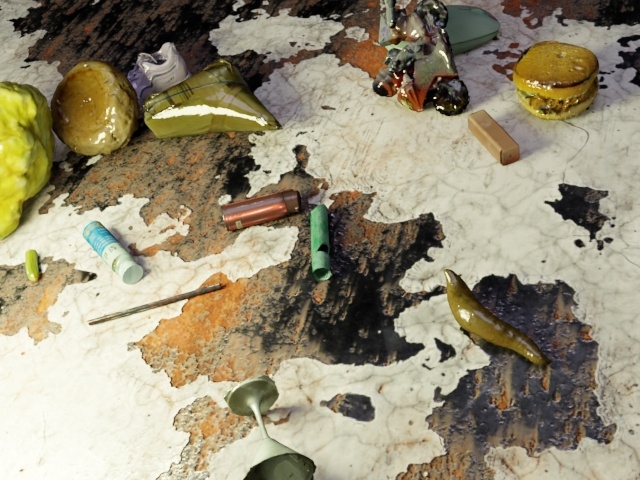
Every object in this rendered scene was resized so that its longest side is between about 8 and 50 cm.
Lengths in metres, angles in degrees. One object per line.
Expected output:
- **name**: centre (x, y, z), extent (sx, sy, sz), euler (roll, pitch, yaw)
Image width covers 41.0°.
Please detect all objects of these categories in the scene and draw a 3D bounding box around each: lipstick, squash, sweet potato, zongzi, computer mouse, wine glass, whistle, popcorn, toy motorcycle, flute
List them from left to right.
- **popcorn**: centre (-0.704, -0.196, 1.882), extent (0.294, 0.292, 0.334), euler (-16, 32, 36)
- **squash**: centre (-0.602, 0.055, 1.790), extent (0.028, 0.027, 0.083), euler (-19, 45, -5)
- **flute**: centre (-0.320, 0.124, 1.658), extent (0.270, 0.014, 0.014), euler (-16, 44, -1)
- **zongzi**: centre (-0.256, -0.274, 1.969), extent (0.260, 0.123, 0.289), euler (-28, 50, -7)
- **wine glass**: centre (-0.087, 0.306, 1.348), extent (0.122, 0.122, 0.183), euler (-20, 43, -5)
- **whistle**: centre (0.000, 0.000, 1.684), extent (0.039, 0.039, 0.186), euler (-9, 44, 6)
- **toy motorcycle**: centre (0.201, -0.456, 1.954), extent (0.207, 0.134, 0.400), euler (-14, 78, 11)
- **computer mouse**: centre (0.291, -0.520, 2.089), extent (0.289, 0.097, 0.159), euler (-22, 42, -7)
- **sweet potato**: centre (0.282, 0.141, 1.459), extent (0.069, 0.059, 0.249), euler (-25, 48, -28)
- **lipstick**: centre (0.363, -0.217, 1.802), extent (0.045, 0.045, 0.145), euler (-24, 45, -7)

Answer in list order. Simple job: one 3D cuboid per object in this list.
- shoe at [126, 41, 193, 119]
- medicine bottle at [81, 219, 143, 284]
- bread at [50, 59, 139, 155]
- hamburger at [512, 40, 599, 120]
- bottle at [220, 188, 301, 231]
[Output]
- **shoe**: centre (-0.437, -0.392, 2.117), extent (0.245, 0.137, 0.095), euler (-27, 41, -12)
- **medicine bottle**: centre (-0.430, 0.022, 1.761), extent (0.051, 0.051, 0.191), euler (-34, 47, -19)
- **bread**: centre (-0.527, -0.306, 2.026), extent (0.230, 0.123, 0.229), euler (-2, 86, 21)
- **hamburger**: centre (0.502, -0.346, 1.845), extent (0.182, 0.118, 0.191), euler (-28, 49, -18)
- **bottle**: centre (-0.120, -0.066, 1.766), extent (0.164, 0.060, 0.060), euler (-14, 44, 0)
